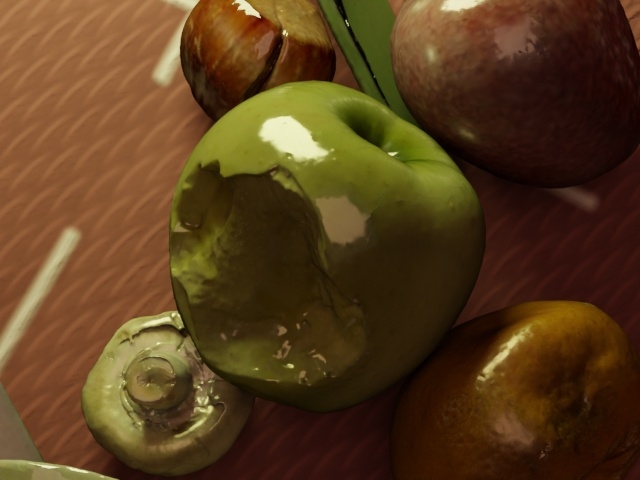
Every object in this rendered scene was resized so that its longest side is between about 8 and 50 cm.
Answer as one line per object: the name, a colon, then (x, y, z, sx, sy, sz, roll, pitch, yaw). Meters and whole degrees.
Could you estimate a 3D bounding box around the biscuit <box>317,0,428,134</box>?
biscuit: (0.022, -0.241, 1.378, 0.038, 0.099, 0.322, -31, 81, 33)

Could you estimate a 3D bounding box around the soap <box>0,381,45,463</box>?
soap: (-0.378, 0.197, 1.227, 0.259, 0.081, 0.181, -27, 86, -40)

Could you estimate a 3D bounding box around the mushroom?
mushroom: (-0.134, 0.133, 1.288, 0.154, 0.122, 0.154, -1, 72, 3)

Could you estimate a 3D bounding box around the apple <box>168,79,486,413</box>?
apple: (0.000, 0.000, 1.229, 0.279, 0.279, 0.279, 0, 80, -2)

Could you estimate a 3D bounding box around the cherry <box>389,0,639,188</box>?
cherry: (0.169, -0.171, 1.297, 0.285, 0.213, 0.236, 47, 47, -22)

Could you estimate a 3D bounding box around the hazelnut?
hazelnut: (-0.060, -0.167, 1.342, 0.143, 0.143, 0.154, -43, 77, -8)

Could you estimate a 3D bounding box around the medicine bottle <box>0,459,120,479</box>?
medicine bottle: (-0.250, 0.401, 1.139, 0.235, 0.236, 0.406, 10, 101, 0)

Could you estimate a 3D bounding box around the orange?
orange: (0.167, 0.152, 1.247, 0.183, 0.249, 0.249, 35, 80, 28)
